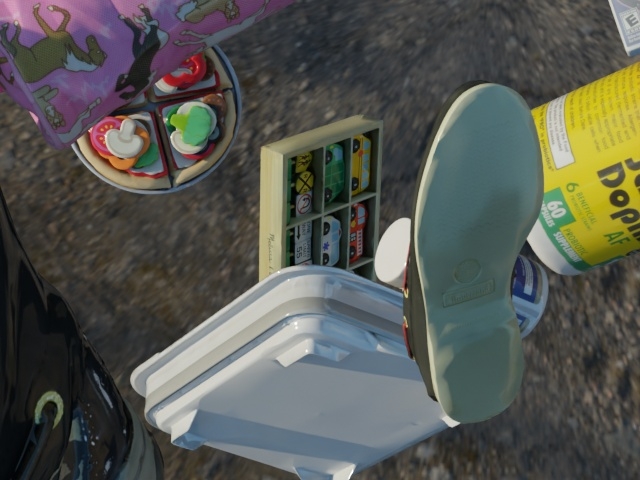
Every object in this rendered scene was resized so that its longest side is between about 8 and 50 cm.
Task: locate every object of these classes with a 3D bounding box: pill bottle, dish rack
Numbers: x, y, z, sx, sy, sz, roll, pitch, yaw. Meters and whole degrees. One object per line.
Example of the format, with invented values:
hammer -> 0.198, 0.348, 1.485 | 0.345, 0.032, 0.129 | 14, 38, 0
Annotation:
pill bottle -> 0.230, -0.063, 0.923 | 0.208, 0.117, 0.117 | -23, 98, 26
dish rack -> -0.001, 0.152, 1.394 | 0.286, 0.072, 0.333 | 23, 141, -28
pill bottle -> 0.143, 0.037, 1.481 | 0.169, 0.094, 0.094 | 23, 105, -27

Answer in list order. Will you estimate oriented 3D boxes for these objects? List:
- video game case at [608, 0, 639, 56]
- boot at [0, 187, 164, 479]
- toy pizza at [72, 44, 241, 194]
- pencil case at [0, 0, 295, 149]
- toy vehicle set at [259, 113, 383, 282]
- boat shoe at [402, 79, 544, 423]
video game case -> 0.393, -0.310, 1.511 | 0.201, 0.023, 0.183 | -20, 70, 16
boot -> -0.138, 0.059, 0.290 | 0.085, 0.236, 0.178 | 21, 139, 32
toy pizza -> -0.188, -0.152, 1.604 | 0.201, 0.032, 0.201 | 0, 88, -7
pencil case -> -0.099, -0.226, 1.148 | 0.386, 0.167, 0.160 | -33, 72, -9
toy vehicle set -> 0.000, 0.000, 1.652 | 0.035, 0.166, 0.266 | 23, 123, 38
boat shoe -> 0.052, 0.002, 0.523 | 0.049, 0.042, 0.133 | -9, 120, -14
